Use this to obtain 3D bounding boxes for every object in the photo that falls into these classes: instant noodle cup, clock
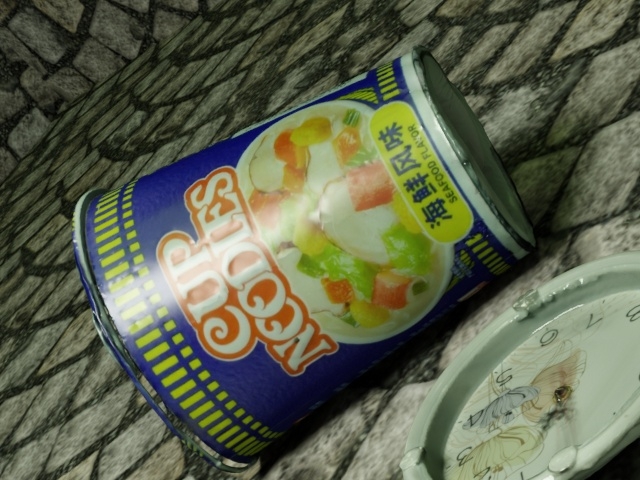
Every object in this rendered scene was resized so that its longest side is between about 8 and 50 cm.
[{"bbox_3d":[0.000,0.000,1.290,0.312,0.284,0.284,-30,21,14],"label":"instant noodle cup"},{"bbox_3d":[0.159,0.101,1.018,0.236,0.053,0.236,-36,20,15],"label":"clock"}]
